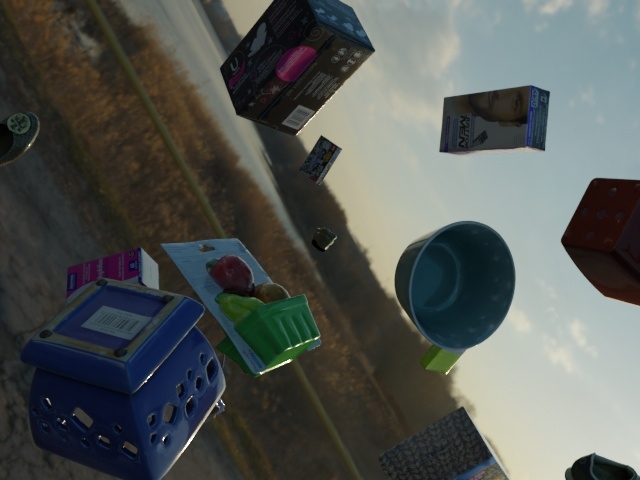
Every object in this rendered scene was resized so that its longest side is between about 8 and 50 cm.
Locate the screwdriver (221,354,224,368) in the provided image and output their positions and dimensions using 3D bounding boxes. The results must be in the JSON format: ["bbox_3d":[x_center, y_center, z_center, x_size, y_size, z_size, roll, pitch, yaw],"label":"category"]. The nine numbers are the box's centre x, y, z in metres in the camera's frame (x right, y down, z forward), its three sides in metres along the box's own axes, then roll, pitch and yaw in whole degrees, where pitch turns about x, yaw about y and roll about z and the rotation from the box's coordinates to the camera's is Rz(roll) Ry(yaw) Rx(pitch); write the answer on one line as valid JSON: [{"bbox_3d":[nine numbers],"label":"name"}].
[{"bbox_3d":[-0.249,0.263,1.875,0.024,0.025,0.170,8,-85,49],"label":"screwdriver"}]

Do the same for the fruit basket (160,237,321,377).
[{"bbox_3d":[-0.180,0.140,1.613,0.353,0.165,0.327,45,19,15],"label":"fruit basket"}]

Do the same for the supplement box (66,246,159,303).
[{"bbox_3d":[-0.565,0.116,1.910,0.114,0.220,0.111,63,13,-57],"label":"supplement box"}]

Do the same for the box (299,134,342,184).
[{"bbox_3d":[0.000,-0.259,2.248,0.094,0.137,0.027,39,11,39],"label":"box"}]

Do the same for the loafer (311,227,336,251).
[{"bbox_3d":[0.000,0.000,1.772,0.056,0.050,0.148,40,-10,-1],"label":"loafer"}]

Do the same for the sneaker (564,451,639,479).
[{"bbox_3d":[0.515,0.422,1.172,0.192,0.064,0.086,27,-44,15],"label":"sneaker"}]

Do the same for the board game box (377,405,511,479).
[{"bbox_3d":[0.306,0.557,1.626,0.291,0.232,0.141,55,5,-43],"label":"board game box"}]

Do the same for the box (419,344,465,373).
[{"bbox_3d":[0.398,0.329,2.155,0.109,0.178,0.042,20,25,-36],"label":"box"}]

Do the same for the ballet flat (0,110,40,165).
[{"bbox_3d":[-0.693,-0.184,1.451,0.084,0.250,0.058,54,-1,15],"label":"ballet flat"}]

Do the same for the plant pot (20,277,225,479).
[{"bbox_3d":[-0.306,0.200,1.093,0.236,0.236,0.212,-52,147,-52],"label":"plant pot"}]

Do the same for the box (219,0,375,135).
[{"bbox_3d":[-0.048,-0.347,1.344,0.163,0.247,0.142,13,46,-43],"label":"box"}]

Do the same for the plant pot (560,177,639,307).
[{"bbox_3d":[0.727,-0.010,1.621,0.235,0.267,0.267,29,-3,-19],"label":"plant pot"}]

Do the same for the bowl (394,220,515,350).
[{"bbox_3d":[0.305,0.100,1.717,0.163,0.311,0.311,13,-47,63],"label":"bowl"}]

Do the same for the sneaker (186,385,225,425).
[{"bbox_3d":[-0.249,0.334,1.414,0.081,0.090,0.232,51,-18,18],"label":"sneaker"}]

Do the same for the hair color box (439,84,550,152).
[{"bbox_3d":[0.531,-0.363,2.168,0.339,0.110,0.185,4,-91,50],"label":"hair color box"}]
